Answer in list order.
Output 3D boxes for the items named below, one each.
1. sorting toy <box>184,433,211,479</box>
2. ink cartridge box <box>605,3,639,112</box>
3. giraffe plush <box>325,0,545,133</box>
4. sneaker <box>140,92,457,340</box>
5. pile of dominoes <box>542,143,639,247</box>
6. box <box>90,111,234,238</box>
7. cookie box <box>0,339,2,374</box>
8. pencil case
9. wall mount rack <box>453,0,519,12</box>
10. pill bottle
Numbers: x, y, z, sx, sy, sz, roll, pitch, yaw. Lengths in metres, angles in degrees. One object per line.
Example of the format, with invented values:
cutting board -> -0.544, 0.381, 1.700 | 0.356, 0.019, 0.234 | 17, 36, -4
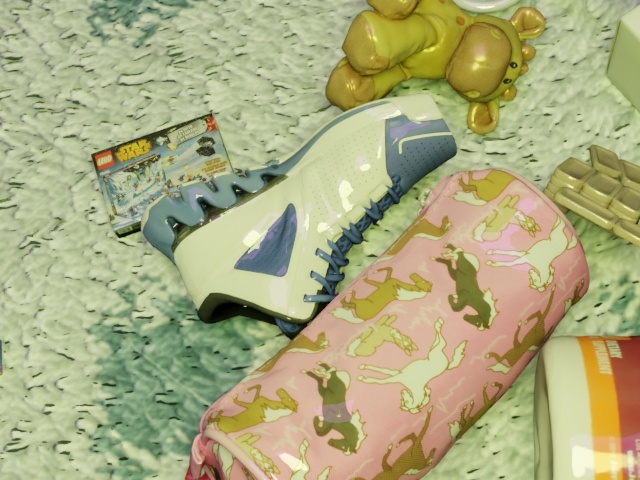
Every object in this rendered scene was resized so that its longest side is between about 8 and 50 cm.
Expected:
sorting toy -> -0.011, 0.267, 1.071 | 0.275, 0.046, 0.132 | 11, 71, 9
ink cartridge box -> 0.466, -0.197, 1.159 | 0.289, 0.121, 0.211 | -34, 69, -7
giraffe plush -> 0.127, -0.194, 1.193 | 0.170, 0.181, 0.210 | 28, 40, 5
sneaker -> -0.001, 0.000, 1.142 | 0.316, 0.127, 0.182 | -24, 72, 4
pile of dominoes -> 0.330, 0.000, 1.095 | 0.251, 0.196, 0.040 | 31, 117, 15
box -> -0.161, -0.068, 1.226 | 0.137, 0.027, 0.094 | -19, 70, -2
cookie box -> -0.377, 0.112, 1.145 | 0.107, 0.092, 0.040 | -9, 71, 3
pencil case -> 0.065, 0.105, 1.036 | 0.386, 0.160, 0.167 | -44, 38, -21
wall mount rack -> 0.285, -0.377, 1.239 | 0.304, 0.130, 0.350 | 35, 77, 19
pill bottle -> 0.380, 0.189, 0.966 | 0.392, 0.224, 0.224 | 0, 69, 6
